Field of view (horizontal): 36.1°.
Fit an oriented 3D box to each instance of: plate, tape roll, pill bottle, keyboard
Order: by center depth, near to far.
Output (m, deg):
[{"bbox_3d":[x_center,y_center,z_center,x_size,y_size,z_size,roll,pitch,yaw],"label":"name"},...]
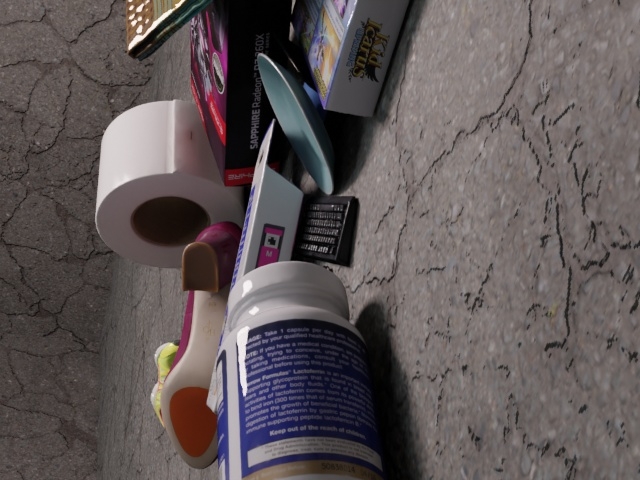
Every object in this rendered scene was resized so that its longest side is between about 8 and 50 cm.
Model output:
[{"bbox_3d":[-0.023,0.158,0.936,0.153,0.153,0.265,115,157,-44],"label":"pill bottle"},{"bbox_3d":[0.000,0.000,1.165,0.180,0.023,0.108,-172,90,-74],"label":"keyboard"},{"bbox_3d":[-0.022,-0.142,1.173,0.188,0.024,0.188,59,172,14],"label":"plate"},{"bbox_3d":[-0.249,-0.091,1.652,0.246,0.246,0.169,116,156,-46],"label":"tape roll"}]

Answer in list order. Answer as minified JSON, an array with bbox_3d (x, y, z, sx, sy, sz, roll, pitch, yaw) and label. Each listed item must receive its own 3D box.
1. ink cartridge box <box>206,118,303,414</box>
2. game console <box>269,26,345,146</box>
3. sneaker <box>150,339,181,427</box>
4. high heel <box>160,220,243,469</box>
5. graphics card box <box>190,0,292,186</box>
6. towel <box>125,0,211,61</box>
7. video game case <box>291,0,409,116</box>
[{"bbox_3d":[-0.081,0.042,1.276,0.176,0.069,0.371,144,135,-79],"label":"ink cartridge box"},{"bbox_3d":[-0.024,-0.183,1.193,0.122,0.071,0.107,61,143,38],"label":"game console"},{"bbox_3d":[-0.272,0.276,1.868,0.094,0.081,0.208,-112,27,-47],"label":"sneaker"},{"bbox_3d":[-0.159,0.162,1.550,0.181,0.127,0.377,-38,-43,-72],"label":"high heel"},{"bbox_3d":[-0.118,-0.284,1.376,0.371,0.094,0.233,99,156,-48],"label":"graphics card box"},{"bbox_3d":[-0.114,-0.410,1.184,0.370,0.040,0.271,-31,52,34],"label":"towel"},{"bbox_3d":[0.040,-0.308,1.108,0.269,0.061,0.244,-106,29,-55],"label":"video game case"}]
